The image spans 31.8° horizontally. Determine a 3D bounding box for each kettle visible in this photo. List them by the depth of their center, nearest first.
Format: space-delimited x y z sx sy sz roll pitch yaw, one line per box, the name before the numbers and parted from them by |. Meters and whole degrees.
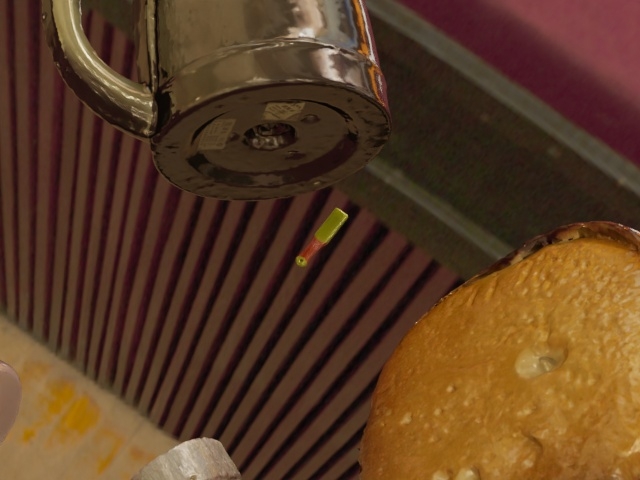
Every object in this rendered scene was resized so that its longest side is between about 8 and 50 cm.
kettle | -0.107 -0.229 1.093 0.321 0.228 0.324 -4 66 -12

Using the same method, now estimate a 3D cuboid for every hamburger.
hamburger | 0.113 0.082 0.495 0.118 0.182 0.191 41 60 -30

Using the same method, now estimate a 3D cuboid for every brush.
brush | 0.000 0.000 1.267 0.019 0.021 0.083 35 70 11

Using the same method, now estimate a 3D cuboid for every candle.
candle | -0.175 0.310 1.408 0.168 0.192 0.068 -19 69 -42

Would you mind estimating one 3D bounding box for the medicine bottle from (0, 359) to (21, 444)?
medicine bottle | -0.443 0.134 1.166 0.249 0.133 0.133 26 61 24
